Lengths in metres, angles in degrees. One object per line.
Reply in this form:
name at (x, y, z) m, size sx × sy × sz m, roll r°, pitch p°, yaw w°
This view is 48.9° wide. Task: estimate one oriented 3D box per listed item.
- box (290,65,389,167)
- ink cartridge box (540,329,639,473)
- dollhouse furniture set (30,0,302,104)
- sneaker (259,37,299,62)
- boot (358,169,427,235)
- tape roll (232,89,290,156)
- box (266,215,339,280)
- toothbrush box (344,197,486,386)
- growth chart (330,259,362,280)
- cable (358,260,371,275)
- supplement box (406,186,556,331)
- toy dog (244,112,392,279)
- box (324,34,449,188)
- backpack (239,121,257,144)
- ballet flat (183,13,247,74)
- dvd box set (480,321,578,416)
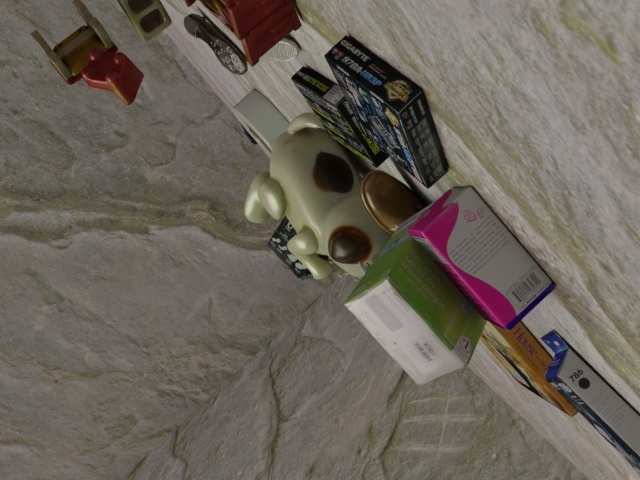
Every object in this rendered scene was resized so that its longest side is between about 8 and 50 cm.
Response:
box at (0.039, -0.252, 1.434) m, size 0.184 × 0.045 × 0.190 m, roll 47°, pitch 177°, yaw -41°
ink cartridge box at (0.555, 0.327, 1.411) m, size 0.333 × 0.065 × 0.165 m, roll 48°, pitch 178°, yaw 17°
dollhouse furniture set at (-0.244, -0.344, 1.158) m, size 0.201 × 0.374 × 0.152 m, roll 48°, pitch 173°, yaw 21°
sneaker at (-0.085, -0.394, 1.412) m, size 0.134 × 0.070 × 0.051 m, roll 5°, pitch 137°, yaw 40°
boot at (0.208, -0.038, 1.453) m, size 0.305 × 0.112 × 0.115 m, roll 42°, pitch 163°, yaw -21°
tape roll at (-0.170, -0.370, 2.370) m, size 0.286 × 0.100 × 0.286 m, roll 47°, pitch 178°, yaw 3°
box at (0.000, 0.000, 2.043) m, size 0.163 × 0.142 × 0.247 m, roll 46°, pitch -150°, yaw 22°
toothbrush box at (0.200, 0.088, 1.285) m, size 0.206 × 0.122 × 0.283 m, roll 48°, pitch -140°, yaw -6°
growth chart at (0.150, 0.055, 1.862) m, size 0.237 × 0.172 × 0.021 m, roll 11°, pitch 130°, yaw 25°
cable at (0.226, 0.121, 1.521) m, size 0.257 × 0.089 × 0.257 m, roll 30°, pitch -167°, yaw -28°
supplement box at (0.264, 0.027, 1.175) m, size 0.220 × 0.111 × 0.114 m, roll 49°, pitch 177°, yaw -8°
toy dog at (0.053, -0.085, 1.737) m, size 0.408 × 0.284 × 0.396 m, roll 47°, pitch 137°, yaw 33°
box at (0.107, -0.196, 1.100) m, size 0.175 × 0.051 × 0.220 m, roll 46°, pitch 176°, yaw 33°
backpack at (-0.241, -0.426, 2.628) m, size 0.114 × 0.105 × 0.084 m, roll 52°, pitch 177°, yaw 12°
ballet flat at (-0.292, -0.569, 2.024) m, size 0.250 × 0.058 × 0.084 m, roll 42°, pitch 140°, yaw 13°
dvd box set at (0.439, 0.225, 1.732) m, size 0.420 × 0.062 × 0.307 m, roll 48°, pitch 176°, yaw -10°
